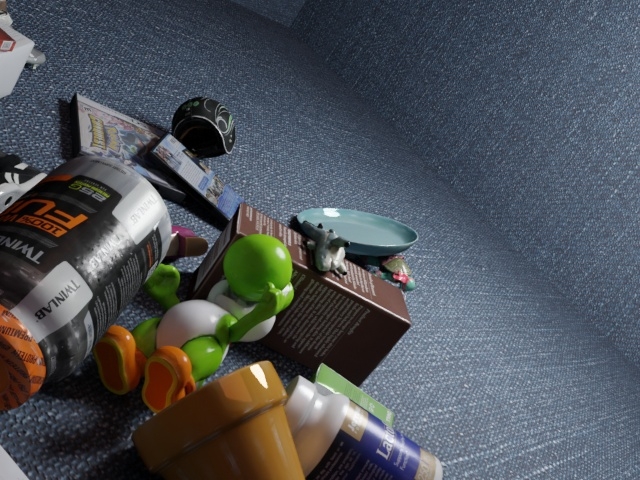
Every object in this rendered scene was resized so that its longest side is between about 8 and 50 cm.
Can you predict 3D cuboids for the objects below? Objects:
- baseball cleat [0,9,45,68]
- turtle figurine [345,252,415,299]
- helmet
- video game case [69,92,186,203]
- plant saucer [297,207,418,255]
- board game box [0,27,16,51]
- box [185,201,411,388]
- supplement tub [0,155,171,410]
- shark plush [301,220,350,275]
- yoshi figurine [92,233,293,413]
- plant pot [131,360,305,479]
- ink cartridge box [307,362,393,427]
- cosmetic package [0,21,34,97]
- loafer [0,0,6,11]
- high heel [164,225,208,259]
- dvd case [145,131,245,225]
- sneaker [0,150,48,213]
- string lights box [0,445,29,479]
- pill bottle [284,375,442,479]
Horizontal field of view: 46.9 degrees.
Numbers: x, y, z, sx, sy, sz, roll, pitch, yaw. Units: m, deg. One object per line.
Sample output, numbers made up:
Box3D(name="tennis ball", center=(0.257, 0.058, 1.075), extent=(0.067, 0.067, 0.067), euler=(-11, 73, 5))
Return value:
Box3D(name="baseball cleat", center=(-0.695, -0.455, 1.663), extent=(0.072, 0.109, 0.206), euler=(29, 16, 21))
Box3D(name="turtle figurine", center=(0.174, 0.086, 1.882), extent=(0.175, 0.118, 0.234), euler=(15, 24, -43))
Box3D(name="helmet", center=(-0.288, -0.271, 1.828), extent=(0.169, 0.169, 0.161), euler=(31, 25, -14))
Box3D(name="video game case", center=(-0.435, -0.210, 1.659), extent=(0.248, 0.035, 0.275), euler=(22, 26, -33))
Box3D(name="plant saucer", center=(0.093, -0.021, 1.917), extent=(0.318, 0.043, 0.317), euler=(8, 17, -3))
Box3D(name="board game box", center=(-0.712, -0.443, 1.358), extent=(0.281, 0.027, 0.145), euler=(40, 21, 9))
Box3D(name="box", center=(-0.038, 0.109, 1.404), extent=(0.381, 0.191, 0.143), euler=(30, 23, -16))
Box3D(name="supplement tub", center=(-0.357, 0.047, 0.977), extent=(0.207, 0.207, 0.338), euler=(34, 37, -6))
Box3D(name="shark plush", center=(0.000, 0.000, 1.363), extent=(0.067, 0.073, 0.161), euler=(-9, 46, -19))
Box3D(name="yoshi figurine", center=(-0.162, 0.096, 1.132), extent=(0.203, 0.203, 0.362), euler=(57, 38, 0))
Box3D(name="plant pot", center=(-0.111, 0.288, 0.958), extent=(0.205, 0.205, 0.188), euler=(-6, 62, -59))
Box3D(name="ink cartridge box", center=(0.051, 0.313, 1.237), extent=(0.209, 0.109, 0.062), euler=(35, 23, -4))
Box3D(name="cosmetic package", center=(-0.720, -0.371, 1.420), extent=(0.225, 0.138, 0.224), euler=(32, 23, -8))
Box3D(name="loafer", center=(-0.862, -0.588, 1.653), extent=(0.366, 0.130, 0.133), euler=(30, 23, -16))
Box3D(name="high heel", center=(-0.338, -0.002, 1.373), extent=(0.244, 0.082, 0.117), euler=(-3, 8, -37))
Box3D(name="dvd case", center=(-0.281, -0.139, 1.696), extent=(0.253, 0.022, 0.180), euler=(42, 17, -14))
Box3D(name="sneaker", center=(-0.549, -0.094, 1.216), extent=(0.121, 0.079, 0.217), euler=(32, 14, -3))
Box3D(name="string lights box", center=(-0.380, 0.294, 0.675), extent=(0.133, 0.076, 0.260), euler=(43, 23, 16))
Box3D(name="pill bottle", center=(0.040, 0.330, 1.127), extent=(0.265, 0.153, 0.153), euler=(35, 22, -4))
